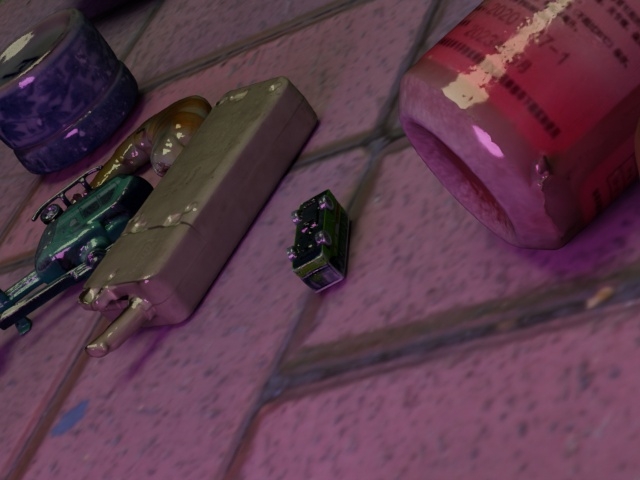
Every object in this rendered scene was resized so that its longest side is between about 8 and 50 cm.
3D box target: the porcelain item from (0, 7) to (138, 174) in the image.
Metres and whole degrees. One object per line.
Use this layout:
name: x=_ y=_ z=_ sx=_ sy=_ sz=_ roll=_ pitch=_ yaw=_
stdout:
porcelain item: x=-0.264 y=-0.146 z=1.587 sx=0.147 sy=0.114 sz=0.147 roll=-30 pitch=26 yaw=16

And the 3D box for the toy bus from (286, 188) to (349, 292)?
toy bus: x=0.000 y=0.000 z=1.100 sx=0.031 sy=0.037 sz=0.083 roll=-28 pitch=29 yaw=21

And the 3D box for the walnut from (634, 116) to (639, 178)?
walnut: x=0.256 y=-0.062 z=0.645 sx=0.227 sy=0.273 sz=0.273 roll=-16 pitch=15 yaw=-27

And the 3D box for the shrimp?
shrimp: x=-0.162 y=-0.065 z=1.407 sx=0.166 sy=0.049 sz=0.161 roll=-35 pitch=24 yaw=13

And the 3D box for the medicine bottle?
medicine bottle: x=0.172 y=-0.117 z=0.942 sx=0.247 sy=0.147 sz=0.147 roll=-42 pitch=26 yaw=-6

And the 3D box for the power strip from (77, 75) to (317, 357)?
power strip: x=-0.104 y=-0.013 z=1.239 sx=0.093 sy=0.053 sz=0.288 roll=-8 pitch=40 yaw=45

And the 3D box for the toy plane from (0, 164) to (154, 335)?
toy plane: x=-0.214 y=0.014 z=1.344 sx=0.235 sy=0.060 sz=0.096 roll=-37 pitch=39 yaw=-4
